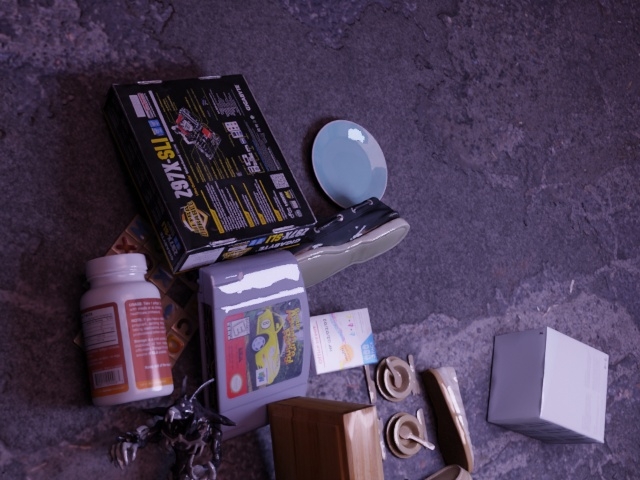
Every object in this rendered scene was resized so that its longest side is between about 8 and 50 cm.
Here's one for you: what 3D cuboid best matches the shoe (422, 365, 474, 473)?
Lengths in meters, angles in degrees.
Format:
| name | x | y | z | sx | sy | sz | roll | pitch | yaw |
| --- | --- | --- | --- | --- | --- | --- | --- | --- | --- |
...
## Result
| name | x | y | z | sx | sy | sz | roll | pitch | yaw |
| --- | --- | --- | --- | --- | --- | --- | --- | --- | --- |
| shoe | 0.265 | 0.352 | 1.684 | 0.058 | 0.076 | 0.219 | -12 | 83 | -33 |

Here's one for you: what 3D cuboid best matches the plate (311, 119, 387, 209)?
| name | x | y | z | sx | sy | sz | roll | pitch | yaw |
| --- | --- | --- | --- | --- | --- | --- | --- | --- | --- |
| plate | 0.055 | -0.147 | 1.699 | 0.188 | 0.024 | 0.188 | 11 | 70 | -34 |

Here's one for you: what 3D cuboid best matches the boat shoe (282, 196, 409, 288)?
| name | x | y | z | sx | sy | sz | roll | pitch | yaw |
| --- | --- | --- | --- | --- | --- | --- | --- | --- | --- |
| boat shoe | 0.001 | -0.003 | 1.565 | 0.340 | 0.127 | 0.113 | -23 | 65 | -24 |

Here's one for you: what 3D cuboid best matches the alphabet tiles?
| name | x | y | z | sx | sy | sz | roll | pitch | yaw |
| --- | --- | --- | --- | --- | --- | --- | --- | --- | --- |
| alphabet tiles | -0.287 | 0.105 | 1.384 | 0.198 | 0.009 | 0.237 | 43 | 56 | -20 |

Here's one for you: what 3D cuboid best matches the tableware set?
| name | x | y | z | sx | sy | sz | roll | pitch | yaw |
| --- | --- | --- | --- | --- | --- | --- | --- | --- | --- |
| tableware set | 0.159 | 0.317 | 1.637 | 0.128 | 0.039 | 0.194 | -4 | 80 | -37 |

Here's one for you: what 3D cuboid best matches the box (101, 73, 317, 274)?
| name | x | y | z | sx | sy | sz | roll | pitch | yaw |
| --- | --- | --- | --- | --- | --- | --- | --- | --- | --- |
| box | -0.184 | -0.123 | 1.423 | 0.257 | 0.079 | 0.322 | -15 | 69 | -36 |

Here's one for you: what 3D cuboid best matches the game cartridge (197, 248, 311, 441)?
| name | x | y | z | sx | sy | sz | roll | pitch | yaw |
| --- | --- | --- | --- | --- | --- | --- | --- | --- | --- |
| game cartridge | -0.104 | 0.169 | 1.410 | 0.196 | 0.060 | 0.295 | -15 | 109 | -42 |

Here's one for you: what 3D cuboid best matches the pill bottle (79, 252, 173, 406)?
| name | x | y | z | sx | sy | sz | roll | pitch | yaw |
| --- | --- | --- | --- | --- | --- | --- | --- | --- | --- |
| pill bottle | -0.295 | 0.134 | 1.287 | 0.121 | 0.121 | 0.216 | -3 | 79 | -37 |

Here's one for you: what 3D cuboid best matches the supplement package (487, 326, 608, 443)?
| name | x | y | z | sx | sy | sz | roll | pitch | yaw |
| --- | --- | --- | --- | --- | --- | --- | --- | --- | --- |
| supplement package | 0.483 | 0.312 | 1.810 | 0.203 | 0.149 | 0.194 | 25 | 64 | -29 |

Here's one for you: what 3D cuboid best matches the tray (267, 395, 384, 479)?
| name | x | y | z | sx | sy | sz | roll | pitch | yaw |
| --- | --- | --- | --- | --- | --- | --- | --- | --- | --- |
| tray | 0.018 | 0.463 | 1.349 | 0.076 | 0.202 | 0.411 | -7 | 90 | -38 |

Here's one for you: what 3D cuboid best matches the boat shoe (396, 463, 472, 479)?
| name | x | y | z | sx | sy | sz | roll | pitch | yaw |
| --- | --- | --- | --- | --- | --- | --- | --- | --- | --- |
| boat shoe | 0.160 | 0.484 | 1.553 | 0.302 | 0.109 | 0.098 | -28 | 96 | -33 |

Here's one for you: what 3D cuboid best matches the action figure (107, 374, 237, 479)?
| name | x | y | z | sx | sy | sz | roll | pitch | yaw |
| --- | --- | --- | --- | --- | --- | --- | --- | --- | --- |
| action figure | -0.220 | 0.337 | 1.275 | 0.141 | 0.164 | 0.276 | 50 | 46 | -71 |

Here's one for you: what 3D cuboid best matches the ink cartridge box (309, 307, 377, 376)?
| name | x | y | z | sx | sy | sz | roll | pitch | yaw |
| --- | --- | --- | --- | --- | --- | --- | --- | --- | --- |
| ink cartridge box | 0.009 | 0.187 | 1.547 | 0.181 | 0.061 | 0.104 | -6 | 81 | -37 |
